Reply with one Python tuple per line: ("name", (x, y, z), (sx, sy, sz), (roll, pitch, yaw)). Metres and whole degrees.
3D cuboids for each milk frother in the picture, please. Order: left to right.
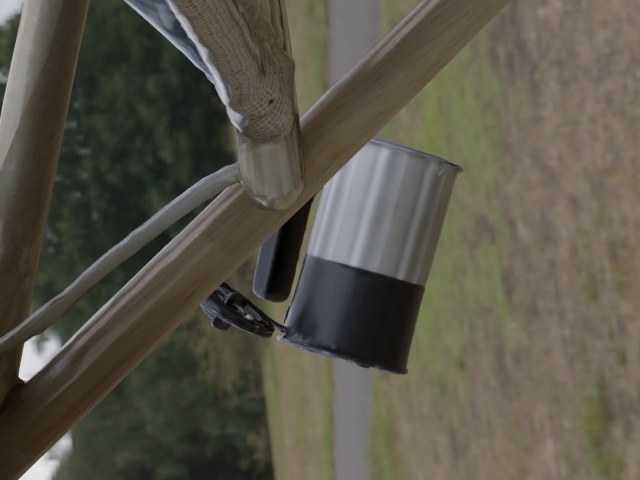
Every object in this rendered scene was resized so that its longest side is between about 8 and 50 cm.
("milk frother", (0.000, 0.000, 0.914), (0.143, 0.129, 0.134), (20, -96, -67))

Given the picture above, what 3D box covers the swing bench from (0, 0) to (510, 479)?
("swing bench", (-0.062, -0.047, 0.311), (0.254, 0.165, 0.253), (-62, -11, -9))
